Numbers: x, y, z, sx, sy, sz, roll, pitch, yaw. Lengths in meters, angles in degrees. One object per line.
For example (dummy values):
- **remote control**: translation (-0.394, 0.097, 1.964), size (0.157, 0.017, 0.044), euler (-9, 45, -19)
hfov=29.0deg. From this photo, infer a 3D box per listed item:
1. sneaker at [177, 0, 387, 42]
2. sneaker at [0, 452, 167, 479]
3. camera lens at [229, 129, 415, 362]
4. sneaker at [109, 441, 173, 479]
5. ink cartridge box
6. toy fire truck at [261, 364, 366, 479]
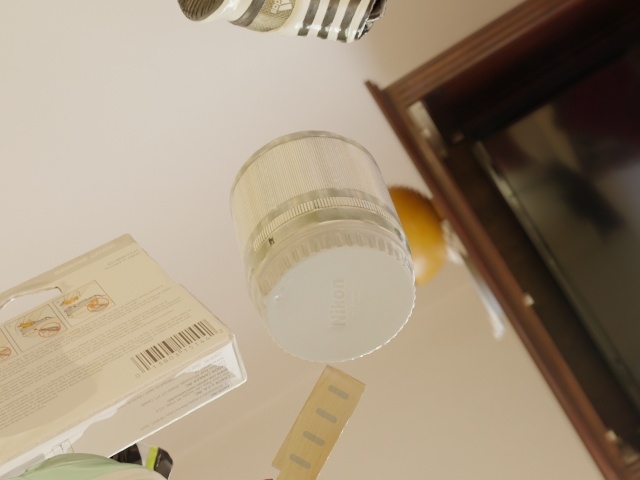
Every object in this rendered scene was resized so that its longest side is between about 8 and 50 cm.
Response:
- **sneaker**: translation (-0.054, -0.346, 1.439), size (0.258, 0.169, 0.447), euler (14, -148, -27)
- **sneaker**: translation (-0.251, 0.228, 0.956), size (0.151, 0.256, 0.094), euler (-5, 92, 64)
- **camera lens**: translation (0.000, 0.000, 1.660), size (0.219, 0.219, 0.274), euler (53, -168, -38)
- **sneaker**: translation (-0.239, 0.304, 1.318), size (0.097, 0.084, 0.234), euler (27, -135, -6)
- **ink cartridge box**: translation (-0.263, 0.127, 1.248), size (0.261, 0.296, 0.066), euler (38, 148, 51)
- **toy fire truck**: translation (0.008, 0.264, 1.129), size (0.217, 0.246, 0.158), euler (20, -151, -13)
